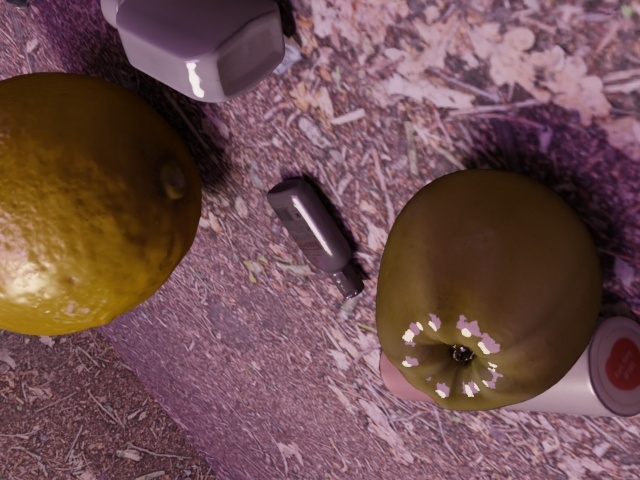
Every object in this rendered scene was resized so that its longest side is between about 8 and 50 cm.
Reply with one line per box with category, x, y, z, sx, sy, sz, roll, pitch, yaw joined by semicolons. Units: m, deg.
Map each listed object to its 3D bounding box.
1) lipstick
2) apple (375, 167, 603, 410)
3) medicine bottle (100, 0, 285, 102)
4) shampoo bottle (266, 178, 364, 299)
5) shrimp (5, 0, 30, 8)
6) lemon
lipstick;0.182;0.130;0.762;0.087;0.087;0.327;51;154;-11
apple;0.136;0.039;0.605;0.200;0.200;0.200;34;152;22
medicine bottle;-0.129;-0.205;0.703;0.183;0.119;0.069;32;151;28
shampoo bottle;0.000;0.000;0.896;0.080;0.040;0.165;-3;126;56
shrimp;-0.264;-0.351;0.670;0.221;0.166;0.410;48;166;-10
lemon;-0.316;-0.057;0.963;0.364;0.364;0.364;34;152;22
